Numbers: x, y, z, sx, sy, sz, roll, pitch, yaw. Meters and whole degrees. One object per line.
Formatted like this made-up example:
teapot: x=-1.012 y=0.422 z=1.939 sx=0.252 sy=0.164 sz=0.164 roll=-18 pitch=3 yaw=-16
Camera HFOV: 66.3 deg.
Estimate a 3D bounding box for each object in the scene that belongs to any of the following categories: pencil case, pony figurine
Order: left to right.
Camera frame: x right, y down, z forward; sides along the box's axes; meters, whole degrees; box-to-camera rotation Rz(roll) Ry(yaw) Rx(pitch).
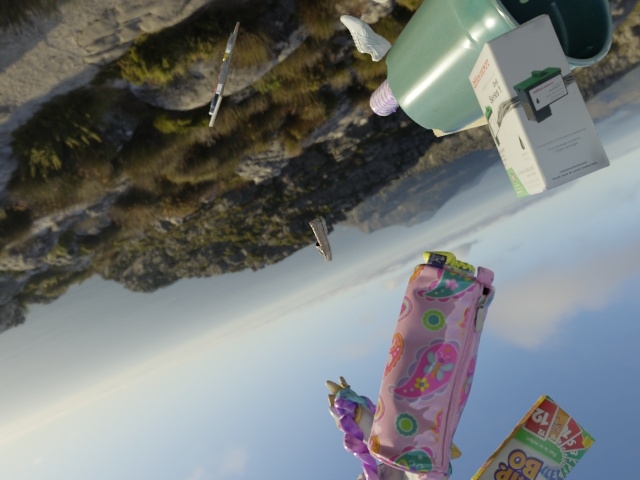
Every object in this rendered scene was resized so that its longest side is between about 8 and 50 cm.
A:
pencil case: x=0.204 y=-0.404 z=1.346 sx=0.086 sy=0.088 sz=0.206 roll=-64 pitch=-170 yaw=-5
pony figurine: x=0.140 y=0.452 z=0.898 sx=0.303 sy=0.363 sz=0.351 roll=-45 pitch=-162 yaw=26
pencil case: x=0.155 y=0.169 z=0.673 sx=0.124 sy=0.284 sz=0.124 roll=18 pitch=170 yaw=3

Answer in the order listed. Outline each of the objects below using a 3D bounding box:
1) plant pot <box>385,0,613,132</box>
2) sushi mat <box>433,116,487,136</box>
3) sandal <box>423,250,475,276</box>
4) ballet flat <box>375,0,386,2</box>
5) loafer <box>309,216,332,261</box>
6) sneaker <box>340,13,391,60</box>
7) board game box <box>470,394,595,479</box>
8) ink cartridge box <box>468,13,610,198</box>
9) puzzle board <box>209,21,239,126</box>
plant pot: x=0.324 y=-0.406 z=0.993 sx=0.341 sy=0.341 sz=0.334 roll=-22 pitch=173 yaw=-31
sushi mat: x=0.420 y=-0.415 z=1.557 sx=0.019 sy=0.151 sz=0.316 roll=-36 pitch=-167 yaw=-12
sandal: x=0.422 y=0.126 z=1.627 sx=0.126 sy=0.138 sz=0.317 roll=0 pitch=168 yaw=38
ballet flat: x=0.212 y=-0.779 z=1.466 sx=0.086 sy=0.086 sz=0.248 roll=-23 pitch=-170 yaw=-16
loafer: x=0.000 y=0.000 z=1.248 sx=0.039 sy=0.125 sz=0.045 roll=-17 pitch=-155 yaw=-12
sneaker: x=0.109 y=-0.517 z=1.251 sx=0.061 sy=0.152 sz=0.054 roll=-54 pitch=-159 yaw=15
board game box: x=0.425 y=0.454 z=0.997 sx=0.259 sy=0.124 sz=0.039 roll=-44 pitch=167 yaw=-9
ink cartridge box: x=0.307 y=-0.183 z=0.716 sx=0.092 sy=0.220 sz=0.160 roll=-22 pitch=177 yaw=8
puzzle board: x=-0.147 y=-0.248 z=0.736 sx=0.011 sy=0.128 sz=0.096 roll=13 pitch=163 yaw=-17
